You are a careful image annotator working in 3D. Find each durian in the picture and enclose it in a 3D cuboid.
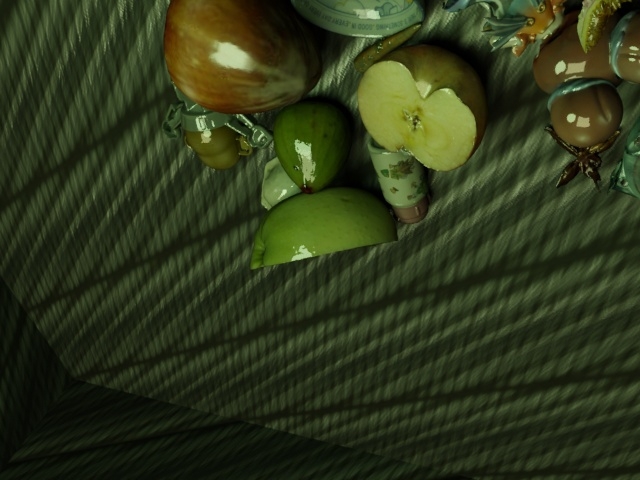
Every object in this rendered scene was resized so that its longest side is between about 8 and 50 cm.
[{"bbox_3d":[0.480,-0.412,1.173,0.079,0.140,0.224,7,107,-13],"label":"durian"}]

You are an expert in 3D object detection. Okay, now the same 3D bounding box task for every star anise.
[{"bbox_3d":[0.584,-0.181,1.598,0.158,0.144,0.140,-3,85,25],"label":"star anise"}]

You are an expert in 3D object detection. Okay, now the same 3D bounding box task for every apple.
[{"bbox_3d":[0.245,-0.304,1.585,0.293,0.163,0.251,34,148,17],"label":"apple"},{"bbox_3d":[0.000,0.000,1.890,0.361,0.311,0.320,-9,133,-18],"label":"apple"}]

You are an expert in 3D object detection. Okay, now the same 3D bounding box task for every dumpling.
[{"bbox_3d":[-0.105,-0.162,2.000,0.155,0.181,0.111,45,-177,23],"label":"dumpling"}]

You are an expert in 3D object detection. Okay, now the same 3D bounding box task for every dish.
[{"bbox_3d":[0.084,-0.528,1.473,0.274,0.133,0.273,9,175,1],"label":"dish"}]

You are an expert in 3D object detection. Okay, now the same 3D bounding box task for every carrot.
[{"bbox_3d":[0.144,-0.421,1.572,0.049,0.049,0.254,44,154,-16],"label":"carrot"}]

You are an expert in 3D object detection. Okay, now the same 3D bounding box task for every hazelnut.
[{"bbox_3d":[-0.167,-0.420,1.570,0.373,0.372,0.315,27,111,4],"label":"hazelnut"}]

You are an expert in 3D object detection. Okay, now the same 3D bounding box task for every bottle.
[{"bbox_3d":[0.205,-0.153,1.800,0.121,0.120,0.253,2,134,30],"label":"bottle"}]

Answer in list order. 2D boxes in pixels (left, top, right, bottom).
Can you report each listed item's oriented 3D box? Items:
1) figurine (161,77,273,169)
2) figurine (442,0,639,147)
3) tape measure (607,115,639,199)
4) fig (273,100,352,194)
[{"bbox_3d":[-0.285,-0.315,1.894,0.343,0.167,0.284,26,139,45],"label":"figurine"},{"bbox_3d":[0.441,-0.390,1.334,0.388,0.248,0.276,37,116,-11],"label":"figurine"},{"bbox_3d":[0.740,-0.158,1.445,0.256,0.147,0.275,21,140,10],"label":"tape measure"},{"bbox_3d":[-0.024,-0.227,1.787,0.203,0.225,0.203,7,156,3],"label":"fig"}]
